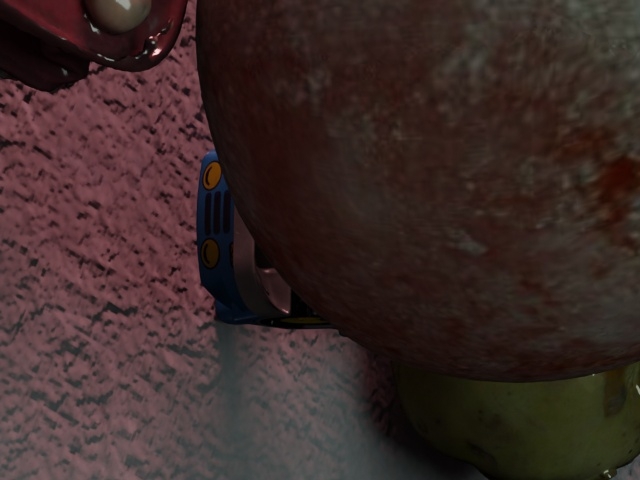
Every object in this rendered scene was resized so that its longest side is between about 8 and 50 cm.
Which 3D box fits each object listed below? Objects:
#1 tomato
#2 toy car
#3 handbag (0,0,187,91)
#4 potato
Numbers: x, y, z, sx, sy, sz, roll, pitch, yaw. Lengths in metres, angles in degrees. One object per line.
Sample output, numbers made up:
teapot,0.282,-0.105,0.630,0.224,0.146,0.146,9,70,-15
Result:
tomato,0.085,-0.098,0.761,0.317,0.283,0.316,2,90,-68
toy car,0.000,0.000,0.927,0.191,0.100,0.097,12,75,-51
handbag,-0.124,-0.179,0.657,0.216,0.074,0.203,33,59,-45
potato,0.152,0.049,1.067,0.262,0.165,0.165,-23,102,-44
